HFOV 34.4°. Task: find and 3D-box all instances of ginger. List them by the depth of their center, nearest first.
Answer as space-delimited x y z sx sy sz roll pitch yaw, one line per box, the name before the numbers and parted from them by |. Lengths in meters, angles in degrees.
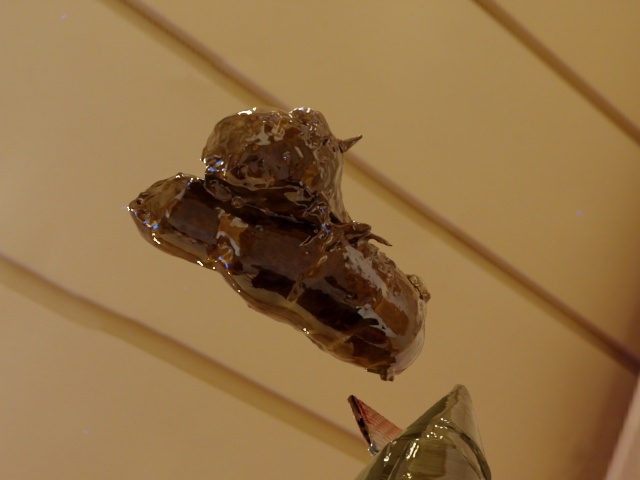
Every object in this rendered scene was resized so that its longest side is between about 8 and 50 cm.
ginger | 0.000 0.000 1.237 0.418 0.176 0.254 39 -85 -23

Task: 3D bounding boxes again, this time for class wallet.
wallet | 0.112 0.265 1.266 0.196 0.103 0.020 37 -80 -32

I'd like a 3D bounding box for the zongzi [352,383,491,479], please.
zongzi | 0.013 0.431 1.046 0.218 0.500 0.467 36 -156 1
